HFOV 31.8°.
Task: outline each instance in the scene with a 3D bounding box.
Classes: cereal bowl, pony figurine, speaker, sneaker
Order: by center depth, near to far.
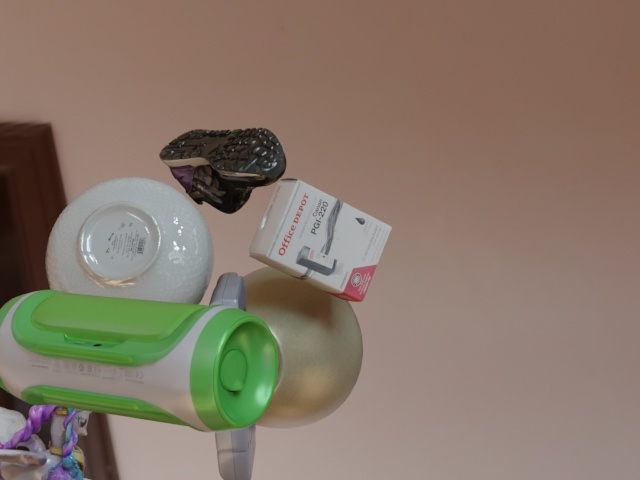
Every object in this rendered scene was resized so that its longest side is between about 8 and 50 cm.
[{"bbox_3d":[-0.194,0.118,1.133,0.296,0.131,0.131,3,-9,31],"label":"speaker"},{"bbox_3d":[-0.130,-0.101,1.760,0.107,0.124,0.283,-41,30,-25],"label":"sneaker"},{"bbox_3d":[-0.382,0.022,2.207,0.339,0.339,0.141,-15,-20,-3],"label":"cereal bowl"},{"bbox_3d":[-0.610,0.462,2.309,0.351,0.363,0.303,0,11,-17],"label":"pony figurine"}]

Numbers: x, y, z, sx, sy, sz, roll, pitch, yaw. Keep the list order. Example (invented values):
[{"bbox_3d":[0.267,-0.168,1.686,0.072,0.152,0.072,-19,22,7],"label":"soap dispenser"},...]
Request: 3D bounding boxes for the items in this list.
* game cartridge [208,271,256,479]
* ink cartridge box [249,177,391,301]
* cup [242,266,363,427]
[{"bbox_3d":[-0.137,0.213,1.745,0.060,0.294,0.196,-4,12,-3],"label":"game cartridge"},{"bbox_3d":[0.000,0.000,2.061,0.218,0.158,0.092,25,-9,-23],"label":"ink cartridge box"},{"bbox_3d":[-0.109,0.218,2.169,0.331,0.331,0.237,-23,-5,18],"label":"cup"}]
